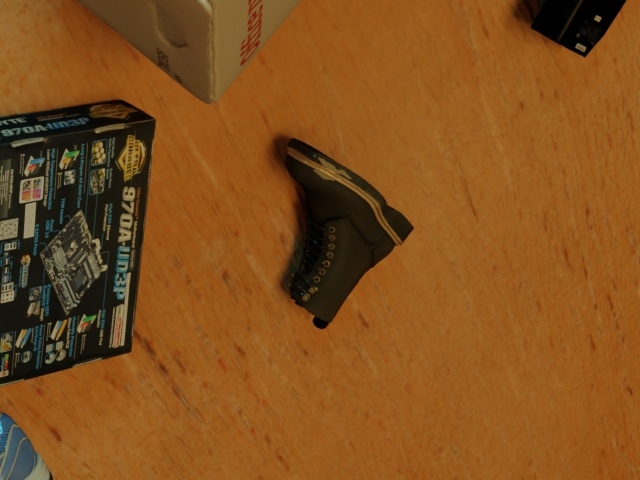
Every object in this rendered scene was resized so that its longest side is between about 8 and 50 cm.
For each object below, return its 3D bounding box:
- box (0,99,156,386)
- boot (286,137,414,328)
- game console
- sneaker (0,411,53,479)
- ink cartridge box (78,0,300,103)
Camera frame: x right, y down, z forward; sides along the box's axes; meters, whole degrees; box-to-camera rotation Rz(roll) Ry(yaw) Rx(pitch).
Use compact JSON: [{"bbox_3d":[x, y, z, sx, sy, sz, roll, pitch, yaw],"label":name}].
[{"bbox_3d":[-0.225,0.005,1.401,0.175,0.051,0.220,-14,122,-41],"label":"box"},{"bbox_3d":[0.000,0.000,1.621,0.137,0.077,0.198,-52,139,-1],"label":"boot"},{"bbox_3d":[0.251,-0.297,1.643,0.213,0.044,0.361,-60,157,9],"label":"game console"},{"bbox_3d":[-0.325,0.216,1.418,0.211,0.080,0.081,-31,110,-31],"label":"sneaker"},{"bbox_3d":[-0.019,-0.322,1.239,0.395,0.166,0.285,-52,175,-10],"label":"ink cartridge box"}]
